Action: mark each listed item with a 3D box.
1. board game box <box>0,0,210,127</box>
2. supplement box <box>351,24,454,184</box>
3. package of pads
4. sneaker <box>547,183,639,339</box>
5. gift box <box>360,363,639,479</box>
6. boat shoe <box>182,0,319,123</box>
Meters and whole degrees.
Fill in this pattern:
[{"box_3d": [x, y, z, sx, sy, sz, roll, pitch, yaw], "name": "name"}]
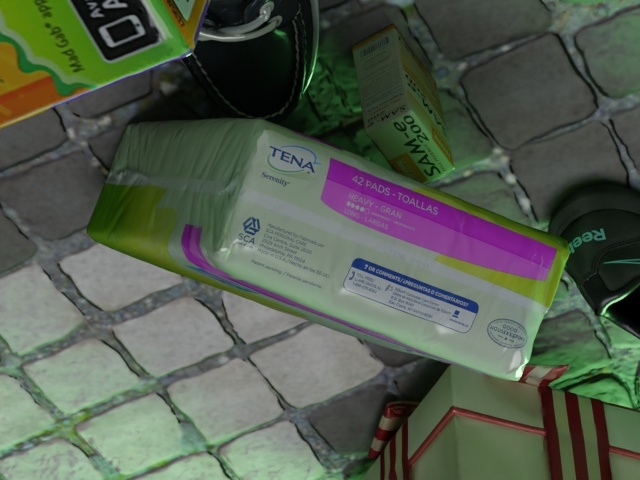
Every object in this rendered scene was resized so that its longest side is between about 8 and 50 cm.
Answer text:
[{"box_3d": [-0.265, -0.247, 0.800, 0.356, 0.356, 0.356, -19, 120, 18], "name": "board game box"}, {"box_3d": [0.055, -0.090, 1.204, 0.036, 0.098, 0.062, -27, 129, 17], "name": "supplement box"}, {"box_3d": [0.000, 0.000, 1.172, 0.229, 0.296, 0.101, 21, 86, -22], "name": "package of pads"}, {"box_3d": [0.284, 0.055, 1.355, 0.267, 0.106, 0.101, 22, 125, -25], "name": "sneaker"}, {"box_3d": [0.176, 0.246, 1.409, 0.255, 0.258, 0.276, 18, 135, -20], "name": "gift box"}, {"box_3d": [-0.067, -0.177, 1.118, 0.114, 0.091, 0.302, -14, 131, 7], "name": "boat shoe"}]
